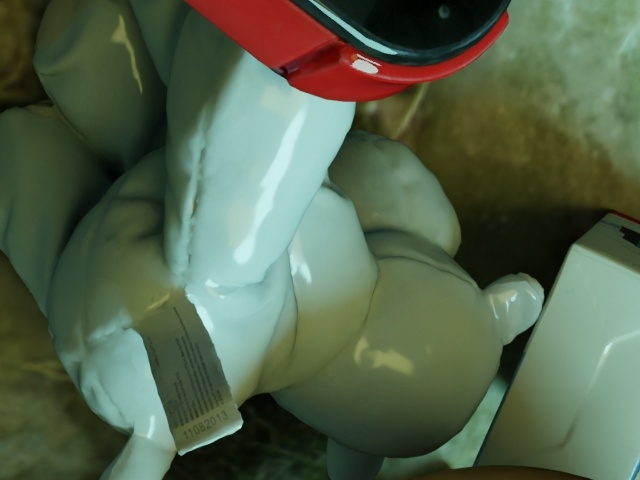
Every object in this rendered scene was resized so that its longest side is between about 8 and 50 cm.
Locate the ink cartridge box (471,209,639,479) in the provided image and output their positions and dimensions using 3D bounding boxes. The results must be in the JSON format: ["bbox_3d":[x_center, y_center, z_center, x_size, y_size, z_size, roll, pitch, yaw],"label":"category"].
[{"bbox_3d":[0.161,0.063,0.944,0.078,0.231,0.134,25,102,12],"label":"ink cartridge box"}]

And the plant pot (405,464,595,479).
[{"bbox_3d":[0.059,0.233,0.780,0.291,0.203,0.291,-1,94,-12],"label":"plant pot"}]

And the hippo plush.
[{"bbox_3d":[0.000,0.000,0.789,0.236,0.294,0.234,18,124,-37],"label":"hippo plush"}]

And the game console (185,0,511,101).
[{"bbox_3d":[0.000,-0.282,0.629,0.342,0.060,0.386,35,72,-27],"label":"game console"}]
